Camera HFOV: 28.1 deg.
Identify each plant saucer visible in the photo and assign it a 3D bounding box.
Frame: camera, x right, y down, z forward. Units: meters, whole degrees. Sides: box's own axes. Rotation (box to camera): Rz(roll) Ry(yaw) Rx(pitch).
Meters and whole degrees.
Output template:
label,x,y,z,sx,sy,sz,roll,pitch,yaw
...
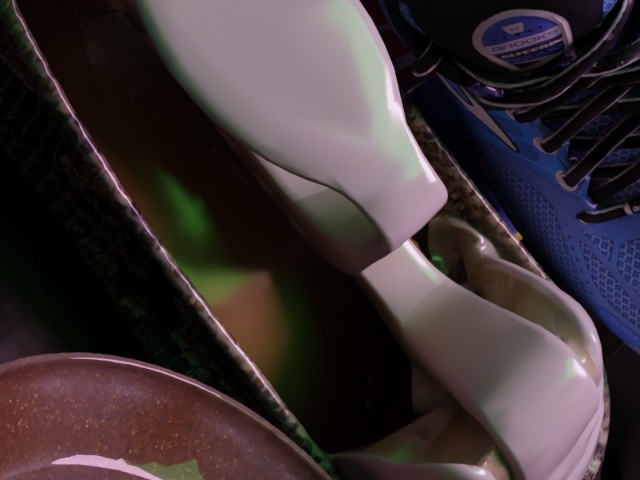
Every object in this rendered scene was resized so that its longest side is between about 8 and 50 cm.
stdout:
label,x,y,z,sx,sy,sz,roll,pitch,yaw
plant saucer,-0.047,0.122,0.381,0.199,0.036,0.198,31,30,-20

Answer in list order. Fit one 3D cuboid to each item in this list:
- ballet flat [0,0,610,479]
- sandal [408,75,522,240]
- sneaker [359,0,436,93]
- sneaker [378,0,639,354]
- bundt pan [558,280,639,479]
label,x,y,z,sx,sy,sz,roll,pitch,yaw
ballet flat,0.000,0.000,0.484,0.164,0.182,0.482,-46,113,-20
sandal,0.029,-0.139,0.649,0.138,0.126,0.317,-3,70,-39
sneaker,-0.006,-0.080,0.578,0.042,0.119,0.067,0,75,-81
sneaker,0.086,-0.072,0.487,0.330,0.130,0.147,57,26,-12
bundt pan,0.251,0.105,0.692,0.331,0.124,0.331,38,23,-20
